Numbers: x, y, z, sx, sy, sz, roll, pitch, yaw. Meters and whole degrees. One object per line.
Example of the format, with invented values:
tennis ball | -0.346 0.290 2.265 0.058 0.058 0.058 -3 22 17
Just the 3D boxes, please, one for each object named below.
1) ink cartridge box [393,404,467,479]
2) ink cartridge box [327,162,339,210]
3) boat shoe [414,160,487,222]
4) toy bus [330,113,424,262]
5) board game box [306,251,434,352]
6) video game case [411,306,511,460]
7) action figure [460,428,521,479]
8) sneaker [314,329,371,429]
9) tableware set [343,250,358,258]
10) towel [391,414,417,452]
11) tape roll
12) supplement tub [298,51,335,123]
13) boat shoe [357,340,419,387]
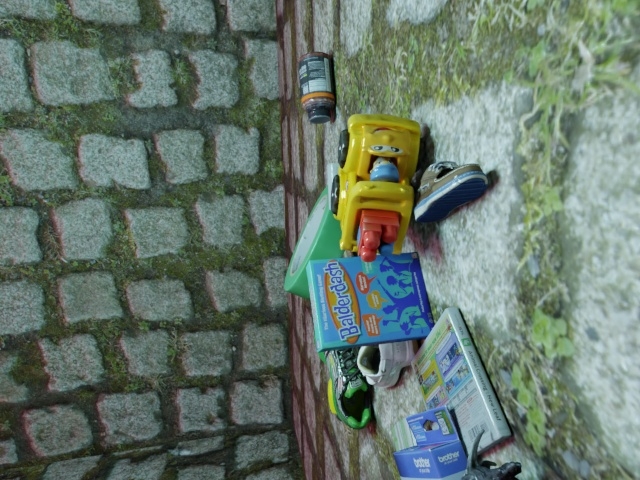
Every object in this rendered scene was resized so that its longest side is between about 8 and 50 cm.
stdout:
ink cartridge box | 0.197 0.431 0.664 0.186 0.065 0.311 108 151 -61
ink cartridge box | 0.086 -0.115 0.898 0.056 0.135 0.099 -141 48 -78
boat shoe | 0.178 -0.080 0.628 0.183 0.066 0.066 128 138 -73
toy bus | 0.096 -0.074 0.726 0.211 0.149 0.220 -86 3 -51
board game box | 0.088 0.108 0.776 0.047 0.210 0.160 112 150 -66
video game case | 0.211 0.243 0.689 0.212 0.023 0.193 99 163 -51
action figure | 0.205 0.360 0.468 0.276 0.141 0.164 -113 20 -48
sneaker | 0.080 0.342 1.173 0.146 0.134 0.344 167 90 -72
tableware set | 0.086 0.028 1.185 0.194 0.039 0.128 -128 21 -79
towel | 0.187 0.434 0.896 0.152 0.023 0.113 101 164 -58
tape roll | 0.000 0.000 1.152 0.321 0.077 0.321 -157 90 -81
supplement tub | -0.011 -0.467 1.321 0.106 0.106 0.198 162 104 -78
boat shoe | 0.125 0.257 0.933 0.277 0.096 0.098 102 159 -55
